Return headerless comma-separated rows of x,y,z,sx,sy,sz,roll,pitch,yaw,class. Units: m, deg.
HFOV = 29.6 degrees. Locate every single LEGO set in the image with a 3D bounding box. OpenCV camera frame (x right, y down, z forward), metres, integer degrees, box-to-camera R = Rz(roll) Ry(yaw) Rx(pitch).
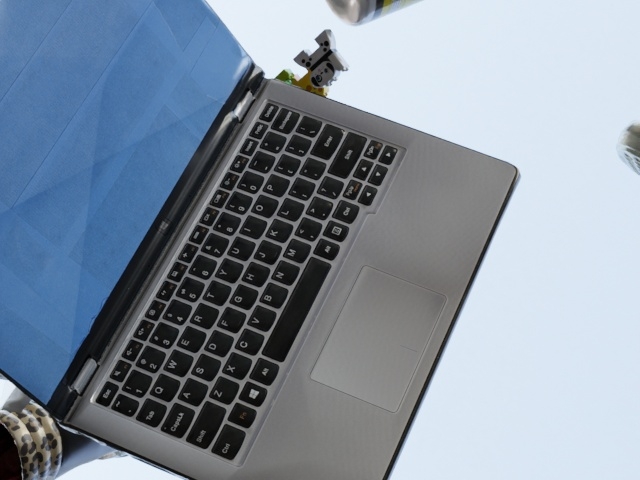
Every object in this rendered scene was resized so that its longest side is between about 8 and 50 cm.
-0.031,-0.157,1.529,0.227,0.087,0.093,-40,-97,25,LEGO set

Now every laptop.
-0.082,-0.036,0.952,0.408,0.236,0.382,21,-117,12,laptop

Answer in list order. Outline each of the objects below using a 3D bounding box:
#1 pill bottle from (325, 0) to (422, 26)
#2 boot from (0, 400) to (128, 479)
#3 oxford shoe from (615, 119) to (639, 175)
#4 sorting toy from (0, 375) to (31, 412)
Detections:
0.108,-0.355,1.514,0.208,0.119,0.119,-25,-145,-22,pill bottle
-0.340,0.260,1.666,0.377,0.284,0.138,-35,-99,53,boot
0.456,-0.038,1.076,0.130,0.449,0.169,-67,-159,13,oxford shoe
-0.315,0.030,1.242,0.257,0.089,0.255,142,-43,-65,sorting toy
